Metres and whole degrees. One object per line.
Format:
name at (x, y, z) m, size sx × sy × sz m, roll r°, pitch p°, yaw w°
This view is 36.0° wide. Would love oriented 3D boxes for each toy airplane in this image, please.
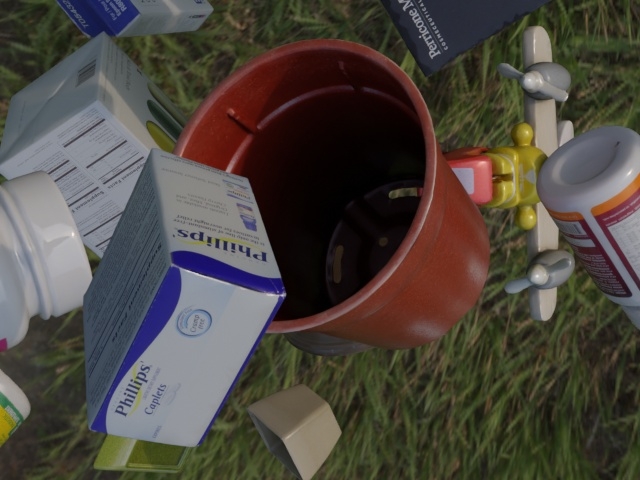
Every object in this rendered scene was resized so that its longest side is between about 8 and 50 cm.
toy airplane at (0.376, -0.109, 1.682) m, size 0.386 × 0.384 × 0.272 m, roll 46°, pitch 160°, yaw -24°

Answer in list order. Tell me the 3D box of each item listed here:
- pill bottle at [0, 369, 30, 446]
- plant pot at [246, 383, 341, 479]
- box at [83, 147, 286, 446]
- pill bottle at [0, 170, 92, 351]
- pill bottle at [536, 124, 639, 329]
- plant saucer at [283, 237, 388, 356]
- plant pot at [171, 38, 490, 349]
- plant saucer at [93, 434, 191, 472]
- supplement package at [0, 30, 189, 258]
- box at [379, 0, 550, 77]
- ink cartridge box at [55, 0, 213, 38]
pill bottle at (-0.395, 0.207, 0.959) m, size 0.118 × 0.208 × 0.117 m, roll 30°, pitch 151°, yaw 18°
plant pot at (-0.032, 0.287, 1.519) m, size 0.109 × 0.096 × 0.109 m, roll 31°, pitch 151°, yaw 49°
box at (-0.090, 0.034, 0.608) m, size 0.072 × 0.137 × 0.126 m, roll 18°, pitch 117°, yaw -24°
pill bottle at (-0.359, 0.044, 0.873) m, size 0.160 × 0.283 × 0.160 m, roll 48°, pitch 150°, yaw 40°
pill bottle at (0.335, -0.007, 1.063) m, size 0.121 × 0.121 × 0.221 m, roll -25°, pitch 121°, yaw 25°
plant saucer at (0.058, 0.073, 1.563) m, size 0.278 × 0.278 × 0.041 m, roll -11°, pitch 126°, yaw 21°
plant pot at (0.031, -0.014, 0.966) m, size 0.272 × 0.265 × 0.272 m, roll -9°, pitch 69°, yaw 25°
plant saucer at (-0.278, 0.333, 1.725) m, size 0.045 × 0.188 × 0.188 m, roll 30°, pitch 98°, yaw 41°
supplement package at (-0.322, -0.133, 1.518) m, size 0.198 × 0.199 × 0.262 m, roll -30°, pitch 128°, yaw 17°
box at (0.160, -0.422, 1.112) m, size 0.313 × 0.179 × 0.343 m, roll -30°, pitch 111°, yaw 9°
ink cartridge box at (-0.383, -0.497, 1.717) m, size 0.071 × 0.330 × 0.324 m, roll -43°, pitch 84°, yaw 27°
